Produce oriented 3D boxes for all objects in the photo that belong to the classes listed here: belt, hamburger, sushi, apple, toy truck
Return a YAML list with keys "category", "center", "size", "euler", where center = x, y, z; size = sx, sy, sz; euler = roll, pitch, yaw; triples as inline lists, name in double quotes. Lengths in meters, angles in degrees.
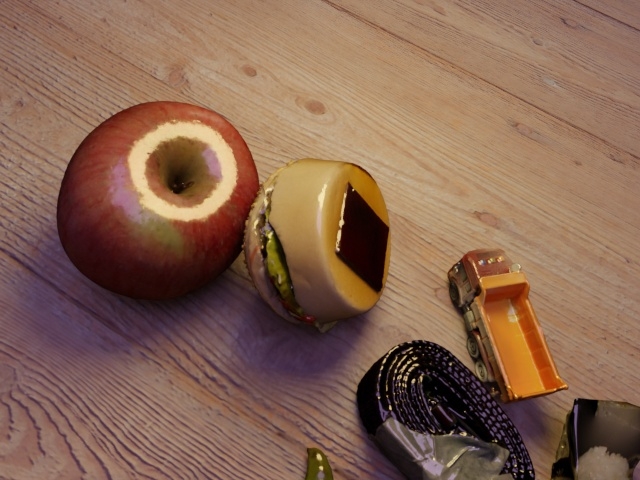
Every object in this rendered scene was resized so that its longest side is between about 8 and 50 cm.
- category: "belt"
  center: [0.193, 0.295, 0.772]
  size: [0.184, 0.164, 0.289]
  euler: [-35, 75, -29]
- category: "hamburger"
  center: [0.000, 0.000, 0.840]
  size: [0.170, 0.302, 0.302]
  euler: [-5, 55, 32]
- category: "sushi"
  center: [0.432, 0.392, 0.801]
  size: [0.134, 0.109, 0.273]
  euler: [15, 75, -5]
- category: "apple"
  center: [-0.273, -0.061, 0.849]
  size: [0.344, 0.269, 0.345]
  euler: [11, 66, -27]
- category: "toy truck"
  center: [0.322, 0.149, 0.882]
  size: [0.114, 0.135, 0.271]
  euler: [-7, 64, -11]

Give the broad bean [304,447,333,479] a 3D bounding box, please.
- category: "broad bean"
  center: [-0.020, 0.477, 0.701]
  size: [0.077, 0.061, 0.339]
  euler: [9, 62, -12]
